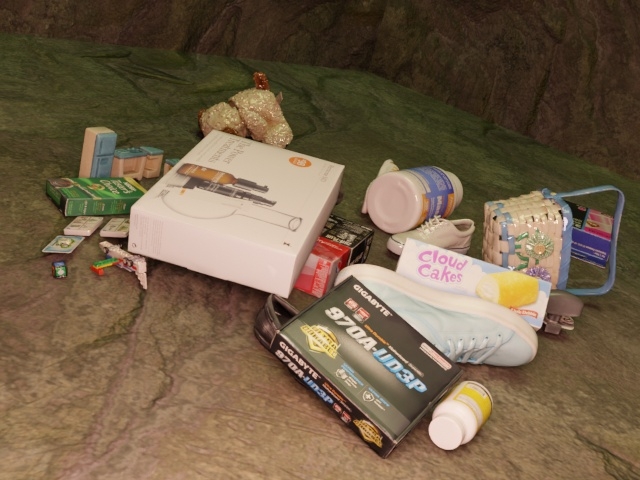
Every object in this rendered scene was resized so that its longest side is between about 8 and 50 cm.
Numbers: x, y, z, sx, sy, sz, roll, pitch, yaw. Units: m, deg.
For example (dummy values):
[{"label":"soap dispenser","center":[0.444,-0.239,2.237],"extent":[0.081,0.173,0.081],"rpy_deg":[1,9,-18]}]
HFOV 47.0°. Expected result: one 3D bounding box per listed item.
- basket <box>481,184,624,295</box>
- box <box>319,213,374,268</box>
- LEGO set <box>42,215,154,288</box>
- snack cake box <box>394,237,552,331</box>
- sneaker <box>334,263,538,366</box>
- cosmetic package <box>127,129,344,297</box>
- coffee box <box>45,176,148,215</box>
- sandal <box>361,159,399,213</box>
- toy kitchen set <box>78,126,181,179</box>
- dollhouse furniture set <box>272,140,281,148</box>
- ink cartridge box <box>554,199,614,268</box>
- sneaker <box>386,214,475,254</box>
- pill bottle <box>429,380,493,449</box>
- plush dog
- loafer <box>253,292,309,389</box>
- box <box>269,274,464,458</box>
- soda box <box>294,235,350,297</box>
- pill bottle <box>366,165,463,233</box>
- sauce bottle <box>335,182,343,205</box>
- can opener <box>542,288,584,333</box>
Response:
[{"label":"basket","center":[0.502,0.014,1.591],"extent":[0.289,0.254,0.201],"rpy_deg":[-8,23,-6]},{"label":"box","center":[0.000,0.000,1.508],"extent":[0.180,0.077,0.147],"rpy_deg":[21,22,15]},{"label":"LEGO set","center":[-0.375,0.020,1.287],"extent":[0.183,0.060,0.244],"rpy_deg":[2,20,1]},{"label":"snack cake box","center":[0.261,0.096,1.333],"extent":[0.264,0.089,0.152],"rpy_deg":[18,-17,5]},{"label":"sneaker","center":[0.186,0.168,1.203],"extent":[0.366,0.135,0.150],"rpy_deg":[17,51,-8]},{"label":"cosmetic package","center":[-0.135,-0.066,1.341],"extent":[0.285,0.097,0.377],"rpy_deg":[18,31,5]},{"label":"coffee box","center":[-0.445,-0.091,1.487],"extent":[0.184,0.040,0.113],"rpy_deg":[-4,28,-40]},{"label":"sandal","center":[0.171,-0.126,1.925],"extent":[0.076,0.102,0.265],"rpy_deg":[20,30,9]},{"label":"toy kitchen set","center":[-0.385,-0.168,1.608],"extent":[0.166,0.122,0.207],"rpy_deg":[26,24,26]},{"label":"dollhouse furniture set","center":[-0.162,-0.239,1.988],"extent":[0.114,0.081,0.091],"rpy_deg":[20,22,12]},{"label":"ink cartridge box","center":[0.746,-0.026,2.104],"extent":[0.176,0.069,0.371],"rpy_deg":[22,25,17]},{"label":"sneaker","center":[0.256,-0.015,1.697],"extent":[0.258,0.091,0.094],"rpy_deg":[-5,29,-42]},{"label":"pill bottle","center":[0.197,0.248,1.041],"extent":[0.065,0.065,0.116],"rpy_deg":[25,23,24]},{"label":"plush dog","center":[-0.236,-0.351,2.118],"extent":[0.225,0.210,0.262],"rpy_deg":[-26,37,-21]},{"label":"loafer","center":[-0.022,0.157,1.101],"extent":[0.076,0.078,0.223],"rpy_deg":[-6,31,-41]},{"label":"box","center":[0.065,0.169,1.032],"extent":[0.220,0.051,0.175],"rpy_deg":[41,47,18]},{"label":"soda box","center":[-0.084,0.016,1.403],"extent":[0.263,0.083,0.092],"rpy_deg":[22,24,16]},{"label":"pill bottle","center":[0.248,-0.108,1.843],"extent":[0.152,0.152,0.272],"rpy_deg":[28,25,31]},{"label":"sauce bottle","center":[-0.100,-0.114,1.684],"extent":[0.344,0.111,0.111],"rpy_deg":[-3,28,-39]},{"label":"can opener","center":[0.372,0.114,1.452],"extent":[0.284,0.095,0.076],"rpy_deg":[14,21,-3]}]
